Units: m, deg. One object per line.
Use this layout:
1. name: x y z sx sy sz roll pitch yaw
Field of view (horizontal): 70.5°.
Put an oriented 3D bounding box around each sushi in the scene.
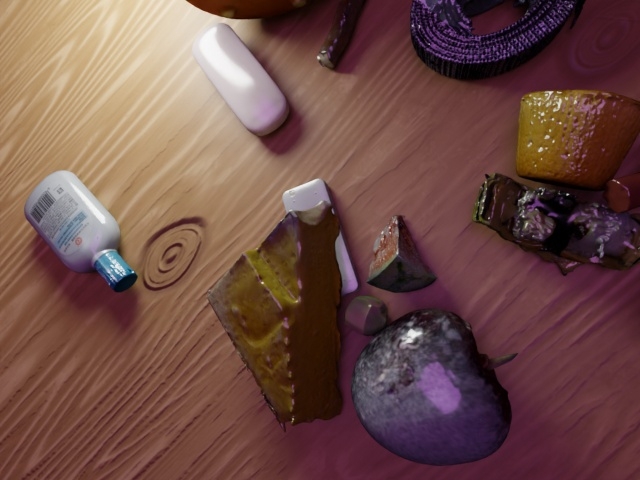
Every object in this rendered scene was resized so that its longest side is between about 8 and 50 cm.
1. sushi: 0.414 -0.021 0.796 0.291 0.131 0.139 19 89 6

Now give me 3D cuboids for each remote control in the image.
1. remote control: 0.000 0.000 0.948 0.103 0.034 0.250 -21 79 12

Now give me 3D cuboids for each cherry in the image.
1. cherry: 0.192 0.249 0.778 0.296 0.218 0.255 -31 80 23

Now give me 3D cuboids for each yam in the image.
1. yam: 0.057 -0.489 0.980 0.057 0.057 0.241 24 91 16

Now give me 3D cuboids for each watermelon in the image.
1. watermelon: 0.134 0.029 0.876 0.098 0.121 0.158 -32 72 31

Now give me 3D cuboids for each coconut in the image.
1. coconut: 0.094 0.147 0.883 0.081 0.082 0.083 18 119 31

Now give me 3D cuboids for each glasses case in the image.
1. glasses case: -0.182 -0.364 1.017 0.113 0.075 0.297 -37 77 7

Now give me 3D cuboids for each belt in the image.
1. belt: 0.329 -0.459 0.874 0.325 0.122 0.260 -27 84 13

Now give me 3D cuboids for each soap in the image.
1. soap: -0.014 0.149 0.833 0.304 0.169 0.338 -45 73 35

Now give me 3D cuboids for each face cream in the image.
1. face cream: -0.558 -0.012 1.072 0.337 0.080 0.163 42 94 15

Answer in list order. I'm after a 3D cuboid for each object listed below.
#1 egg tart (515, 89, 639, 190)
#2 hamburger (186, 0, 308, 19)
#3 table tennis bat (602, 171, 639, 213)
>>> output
1. egg tart: 0.437 -0.167 0.783 0.203 0.202 0.147 13 100 16
2. hamburger: -0.135 -0.629 0.885 0.396 0.396 0.277 -10 80 13
3. table tennis bat: 0.654 -0.130 0.729 0.415 0.051 0.268 -18 81 -6
